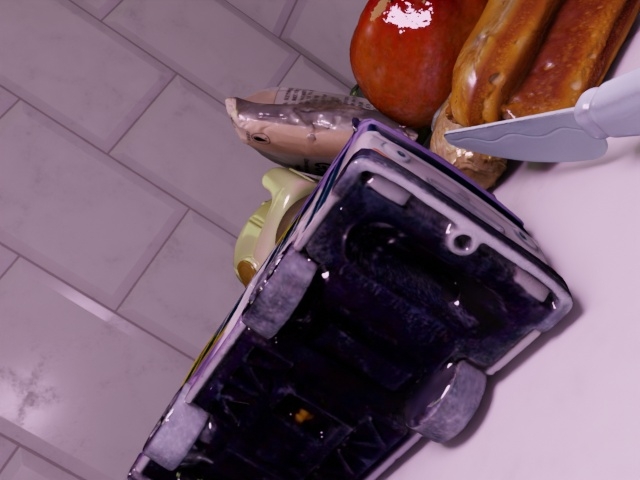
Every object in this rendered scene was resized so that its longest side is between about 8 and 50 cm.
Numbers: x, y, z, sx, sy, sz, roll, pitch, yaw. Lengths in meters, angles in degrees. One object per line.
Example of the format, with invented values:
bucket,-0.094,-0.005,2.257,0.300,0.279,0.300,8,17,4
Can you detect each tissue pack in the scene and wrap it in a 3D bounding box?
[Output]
tissue pack,0.008,-0.246,1.286,0.375,0.389,0.195,-44,-37,-87

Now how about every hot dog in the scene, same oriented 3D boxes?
hot dog,0.265,-0.248,0.650,0.349,0.158,0.117,-62,-5,-10

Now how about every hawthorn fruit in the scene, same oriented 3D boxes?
hawthorn fruit,0.195,-0.371,1.051,0.295,0.294,0.312,-70,-11,-58

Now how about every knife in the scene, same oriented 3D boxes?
knife,0.218,-0.095,0.490,0.044,0.080,0.331,-60,17,-8

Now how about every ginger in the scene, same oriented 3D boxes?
ginger,0.192,-0.124,0.746,0.157,0.102,0.216,128,160,-55

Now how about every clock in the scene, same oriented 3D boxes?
clock,-0.081,0.015,1.334,0.286,0.117,0.349,12,-73,-60

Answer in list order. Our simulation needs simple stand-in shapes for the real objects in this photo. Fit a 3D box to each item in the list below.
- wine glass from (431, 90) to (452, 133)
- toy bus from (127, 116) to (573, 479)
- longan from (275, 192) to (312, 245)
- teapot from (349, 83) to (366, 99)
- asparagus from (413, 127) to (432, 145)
wine glass,0.201,-0.156,0.913,0.196,0.079,0.079,-60,8,-13
toy bus,0.012,0.100,0.582,0.440,0.209,0.249,-54,7,29
longan,0.000,0.000,1.136,0.213,0.198,0.198,-57,8,-2
teapot,0.203,-0.401,1.528,0.337,0.200,0.271,134,148,-62
asparagus,0.272,-0.341,1.233,0.085,0.082,0.343,31,89,43
